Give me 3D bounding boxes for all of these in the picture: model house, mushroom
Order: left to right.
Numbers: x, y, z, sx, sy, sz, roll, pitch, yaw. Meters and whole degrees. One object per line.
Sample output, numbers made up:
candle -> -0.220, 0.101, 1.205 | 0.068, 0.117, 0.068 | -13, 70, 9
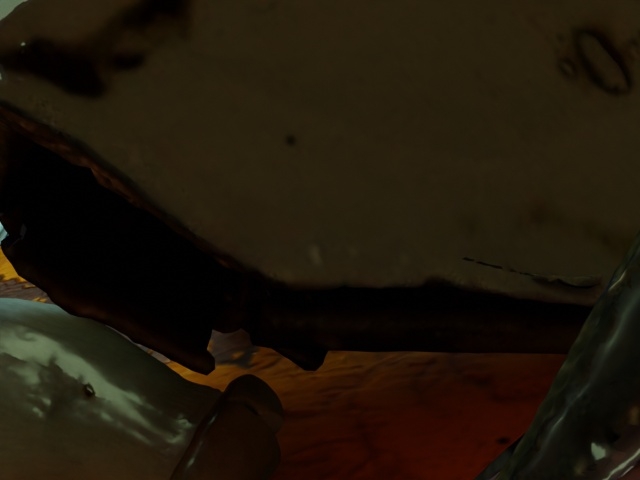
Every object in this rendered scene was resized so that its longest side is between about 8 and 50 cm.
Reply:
mushroom -> -0.116, 0.086, 0.566 | 0.225, 0.093, 0.116 | 2, 59, 23
model house -> 0.014, -0.018, 0.564 | 0.317, 0.297, 0.282 | -41, 2, -27

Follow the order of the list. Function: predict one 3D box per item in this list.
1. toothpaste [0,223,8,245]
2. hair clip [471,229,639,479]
toothpaste -> -0.278, -0.006, 0.967 | 0.060, 0.038, 0.233 | -16, 25, 17
hair clip -> 0.039, 0.096, 0.363 | 0.358, 0.095, 0.110 | -44, 36, -4
